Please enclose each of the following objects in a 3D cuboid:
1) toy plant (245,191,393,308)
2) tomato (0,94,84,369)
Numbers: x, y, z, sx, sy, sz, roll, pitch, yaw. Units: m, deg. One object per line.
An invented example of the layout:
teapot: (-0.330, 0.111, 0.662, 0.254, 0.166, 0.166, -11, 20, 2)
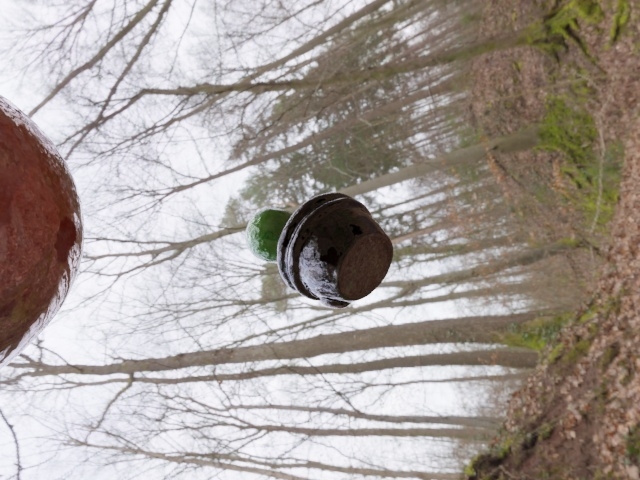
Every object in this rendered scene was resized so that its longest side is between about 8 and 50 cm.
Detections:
toy plant: (0.000, 0.000, 0.790, 0.218, 0.235, 0.175, -5, -66, -42)
tomato: (-0.313, 0.008, 0.332, 0.270, 0.270, 0.227, 16, -139, -50)
